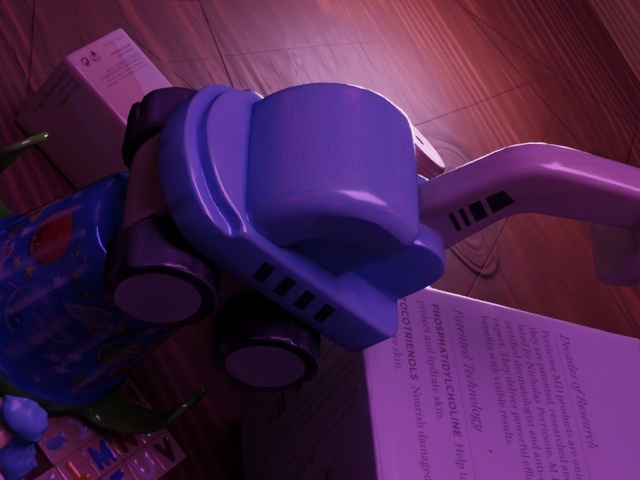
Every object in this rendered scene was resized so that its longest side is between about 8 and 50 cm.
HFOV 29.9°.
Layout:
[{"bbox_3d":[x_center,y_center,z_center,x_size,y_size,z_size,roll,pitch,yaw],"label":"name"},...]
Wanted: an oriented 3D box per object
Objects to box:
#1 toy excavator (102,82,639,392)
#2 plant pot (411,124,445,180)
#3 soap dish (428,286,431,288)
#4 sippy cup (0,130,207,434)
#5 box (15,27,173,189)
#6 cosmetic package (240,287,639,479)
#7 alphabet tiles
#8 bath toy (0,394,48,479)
[{"bbox_3d":[0.079,-0.027,1.134,0.433,0.445,0.222,36,42,-36],"label":"toy excavator"},{"bbox_3d":[0.112,-0.118,1.828,0.237,0.109,0.237,44,14,-14],"label":"plant pot"},{"bbox_3d":[0.030,0.031,1.526,0.229,0.118,0.291,43,6,-11],"label":"soap dish"},{"bbox_3d":[-0.238,0.043,1.270,0.305,0.224,0.240,36,43,-31],"label":"sippy cup"},{"bbox_3d":[-0.216,-0.095,1.512,0.311,0.148,0.121,48,38,-2],"label":"box"},{"bbox_3d":[0.153,0.290,1.353,0.393,0.329,0.328,14,46,-23],"label":"cosmetic package"},{"bbox_3d":[-0.252,0.243,1.303,0.198,0.009,0.237,53,38,4],"label":"alphabet tiles"},{"bbox_3d":[-0.319,0.310,1.053,0.151,0.129,0.348,53,29,-45],"label":"bath toy"}]
